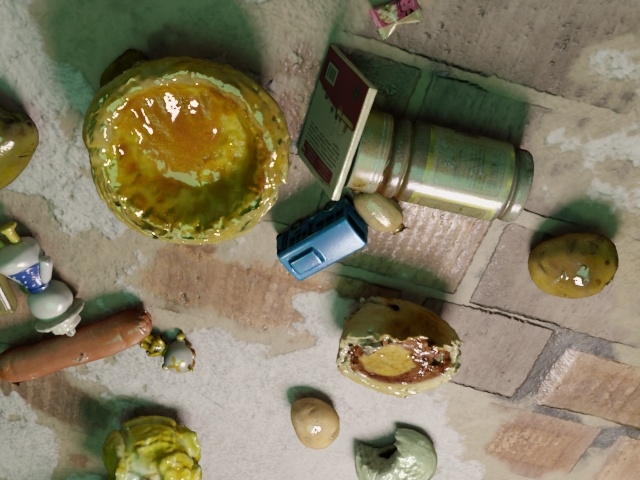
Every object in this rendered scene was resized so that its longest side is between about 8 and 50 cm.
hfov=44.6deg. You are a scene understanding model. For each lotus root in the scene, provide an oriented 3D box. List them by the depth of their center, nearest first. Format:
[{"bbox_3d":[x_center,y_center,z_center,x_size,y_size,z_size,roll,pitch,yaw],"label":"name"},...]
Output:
[{"bbox_3d":[0.118,-0.059,1.556,0.073,0.062,0.150,-37,113,26],"label":"lotus root"}]

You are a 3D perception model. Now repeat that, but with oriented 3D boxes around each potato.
[{"bbox_3d":[-0.634,-0.177,1.485,0.154,0.137,0.200,36,118,-20],"label":"potato"},{"bbox_3d":[0.506,0.050,1.566,0.175,0.137,0.137,-25,119,22],"label":"potato"},{"bbox_3d":[-0.009,0.439,1.886,0.112,0.112,0.147,-24,127,19],"label":"potato"}]

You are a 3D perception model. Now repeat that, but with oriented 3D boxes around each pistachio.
[{"bbox_3d":[-0.370,-0.274,1.452,0.089,0.049,0.173,19,123,-8],"label":"pistachio"}]

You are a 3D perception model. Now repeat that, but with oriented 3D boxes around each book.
[{"bbox_3d":[0.024,-0.211,1.407,0.022,0.162,0.232,-4,130,-29],"label":"book"}]

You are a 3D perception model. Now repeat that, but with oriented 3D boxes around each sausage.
[{"bbox_3d":[-0.567,0.246,1.798,0.418,0.094,0.094,-19,160,15],"label":"sausage"}]

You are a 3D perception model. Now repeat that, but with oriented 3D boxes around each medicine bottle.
[{"bbox_3d":[0.216,-0.135,1.442,0.322,0.151,0.151,13,125,-5],"label":"medicine bottle"}]

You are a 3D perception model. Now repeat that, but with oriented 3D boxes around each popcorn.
[{"bbox_3d":[-0.415,0.571,1.934,0.225,0.276,0.277,-15,130,-28],"label":"popcorn"}]

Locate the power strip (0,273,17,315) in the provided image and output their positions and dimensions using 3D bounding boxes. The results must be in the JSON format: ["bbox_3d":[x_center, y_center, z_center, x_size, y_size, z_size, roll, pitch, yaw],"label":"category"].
[{"bbox_3d":[-0.762,0.011,1.670,0.092,0.066,0.388,-8,123,7],"label":"power strip"}]

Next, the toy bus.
[{"bbox_3d":[0.000,0.000,1.580,0.184,0.106,0.090,-30,120,22],"label":"toy bus"}]

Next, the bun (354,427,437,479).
[{"bbox_3d":[0.185,0.569,1.947,0.203,0.126,0.213,22,122,-13],"label":"bun"}]

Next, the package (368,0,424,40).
[{"bbox_3d":[0.132,-0.390,1.348,0.083,0.029,0.059,-26,112,8],"label":"package"}]

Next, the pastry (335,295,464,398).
[{"bbox_3d":[0.165,0.218,1.690,0.255,0.170,0.237,12,145,-10],"label":"pastry"}]

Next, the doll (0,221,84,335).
[{"bbox_3d":[-0.611,0.091,1.690,0.138,0.119,0.293,-15,117,23],"label":"doll"}]

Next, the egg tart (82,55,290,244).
[{"bbox_3d":[-0.237,-0.169,1.435,0.387,0.169,0.388,-1,123,-1],"label":"egg tart"}]

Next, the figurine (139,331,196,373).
[{"bbox_3d":[-0.353,0.253,1.809,0.101,0.068,0.143,-37,98,18],"label":"figurine"}]
